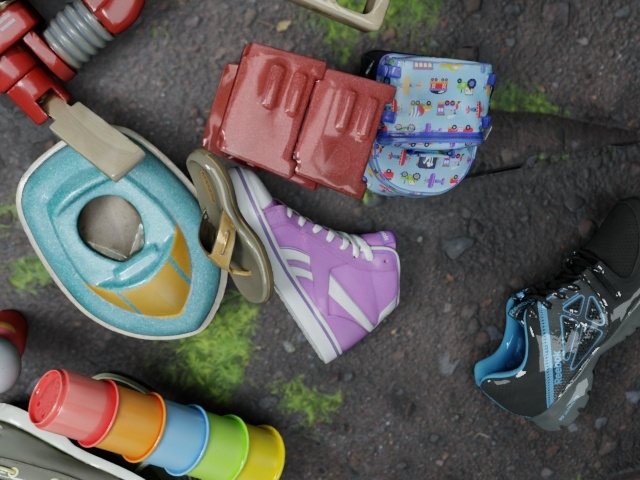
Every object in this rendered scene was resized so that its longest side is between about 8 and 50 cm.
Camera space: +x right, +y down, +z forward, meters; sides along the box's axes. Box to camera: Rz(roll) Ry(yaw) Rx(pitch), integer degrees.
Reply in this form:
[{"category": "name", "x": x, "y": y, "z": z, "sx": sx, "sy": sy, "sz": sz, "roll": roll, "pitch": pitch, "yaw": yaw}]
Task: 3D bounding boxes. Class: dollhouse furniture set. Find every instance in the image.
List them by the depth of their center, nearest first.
[{"category": "dollhouse furniture set", "x": 0.004, "y": -0.243, "z": 0.764, "sx": 0.152, "sy": 0.201, "sz": 0.374, "roll": 17, "pitch": 95, "yaw": -15}]

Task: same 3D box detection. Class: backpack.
[{"category": "backpack", "x": 0.117, "y": -0.129, "z": 0.855, "sx": 0.158, "sy": 0.117, "sz": 0.173, "roll": 4, "pitch": 105, "yaw": -13}]

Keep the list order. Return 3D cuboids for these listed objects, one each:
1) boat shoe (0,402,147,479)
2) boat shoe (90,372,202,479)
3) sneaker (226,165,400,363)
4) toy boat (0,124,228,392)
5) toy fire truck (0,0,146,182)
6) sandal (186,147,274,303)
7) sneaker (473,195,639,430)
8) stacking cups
[{"category": "boat shoe", "x": -0.278, "y": 0.304, "z": 0.858, "sx": 0.305, "sy": 0.109, "sz": 0.091, "roll": 29, "pitch": 53, "yaw": -1}, {"category": "boat shoe", "x": -0.215, "y": 0.260, "z": 0.913, "sx": 0.080, "sy": 0.073, "sz": 0.223, "roll": -36, "pitch": 110, "yaw": -1}, {"category": "sneaker", "x": 0.000, "y": 0.000, "z": 0.881, "sx": 0.161, "sy": 0.102, "sz": 0.282, "roll": -34, "pitch": 119, "yaw": -5}, {"category": "toy boat", "x": -0.259, "y": 0.046, "z": 0.807, "sx": 0.318, "sy": 0.148, "sz": 0.267, "roll": -39, "pitch": 109, "yaw": 0}, {"category": "toy fire truck", "x": -0.249, "y": -0.199, "z": 0.740, "sx": 0.217, "sy": 0.158, "sz": 0.246, "roll": -40, "pitch": 112, "yaw": 0}, {"category": "sandal", "x": -0.107, "y": -0.009, "z": 0.777, "sx": 0.049, "sy": 0.072, "sz": 0.180, "roll": -33, "pitch": 109, "yaw": -35}, {"category": "sneaker", "x": 0.332, "y": 0.086, "z": 0.955, "sx": 0.140, "sy": 0.125, "sz": 0.341, "roll": 25, "pitch": 96, "yaw": -12}, {"category": "stacking cups", "x": -0.176, "y": 0.217, "z": 0.841, "sx": 0.096, "sy": 0.096, "sz": 0.316, "roll": -50, "pitch": 130, "yaw": 4}]
